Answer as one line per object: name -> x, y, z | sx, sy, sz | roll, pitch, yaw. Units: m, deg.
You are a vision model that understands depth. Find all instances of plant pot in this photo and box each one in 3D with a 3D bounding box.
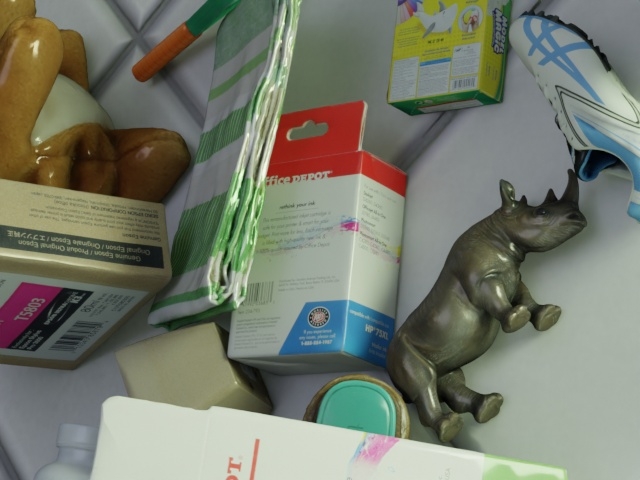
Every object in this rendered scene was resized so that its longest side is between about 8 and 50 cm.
plant pot -> -0.109, 0.138, 1.483 | 0.096, 0.109, 0.109 | -32, 55, 12

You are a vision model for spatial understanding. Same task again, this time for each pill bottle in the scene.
pill bottle -> -0.228, 0.270, 1.525 | 0.103, 0.103, 0.184 | -1, 73, 39

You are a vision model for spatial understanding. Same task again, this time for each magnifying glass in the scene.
magnifying glass -> -0.112, -0.230, 1.646 | 0.231, 0.092, 0.026 | -32, 97, 35

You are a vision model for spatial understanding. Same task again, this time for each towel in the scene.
towel -> -0.091, -0.082, 1.512 | 0.248, 0.038, 0.325 | 156, 127, -69

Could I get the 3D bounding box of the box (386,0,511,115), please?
box -> 0.120, -0.208, 1.463 | 0.105, 0.043, 0.179 | -4, 74, 38

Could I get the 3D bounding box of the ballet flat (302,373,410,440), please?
ballet flat -> 0.002, 0.281, 1.326 | 0.116, 0.124, 0.342 | 9, 73, 4

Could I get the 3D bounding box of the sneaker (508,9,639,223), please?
sneaker -> 0.217, -0.106, 1.316 | 0.086, 0.085, 0.237 | -42, 51, 6

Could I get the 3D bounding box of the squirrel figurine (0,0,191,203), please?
squirrel figurine -> -0.410, -0.090, 1.627 | 0.397, 0.370, 0.281 | -49, 51, 15

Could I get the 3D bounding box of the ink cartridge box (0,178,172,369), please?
ink cartridge box -> -0.280, 0.039, 1.551 | 0.234, 0.193, 0.088 | -41, 51, 48

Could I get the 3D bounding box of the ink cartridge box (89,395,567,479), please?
ink cartridge box -> -0.010, 0.244, 1.198 | 0.119, 0.353, 0.207 | 140, 141, -71

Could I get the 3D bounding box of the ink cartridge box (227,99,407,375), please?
ink cartridge box -> 0.000, 0.000, 1.457 | 0.134, 0.078, 0.231 | -6, 70, 37

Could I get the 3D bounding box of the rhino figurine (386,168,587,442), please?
rhino figurine -> 0.139, 0.042, 1.334 | 0.106, 0.073, 0.243 | 36, 96, 38
